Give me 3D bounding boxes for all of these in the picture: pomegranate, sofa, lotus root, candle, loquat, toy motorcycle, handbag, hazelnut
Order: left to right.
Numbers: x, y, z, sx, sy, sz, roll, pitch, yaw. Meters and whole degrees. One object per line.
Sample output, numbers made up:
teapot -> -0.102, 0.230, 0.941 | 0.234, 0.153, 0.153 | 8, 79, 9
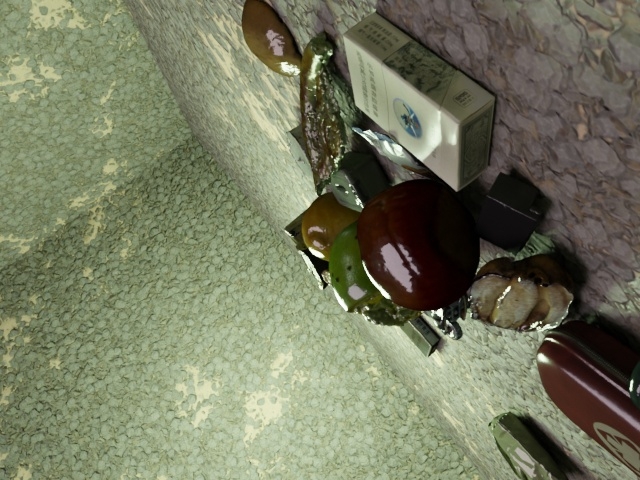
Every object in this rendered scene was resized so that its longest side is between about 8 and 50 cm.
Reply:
candle -> -0.025, -0.231, 1.608 | 0.169, 0.068, 0.192 | 54, 172, 8
sofa -> 0.000, 0.000, 1.922 | 0.182, 0.200, 0.258 | 40, 166, 42
loquat -> 0.060, -0.031, 1.552 | 0.213, 0.213, 0.213 | 50, 170, 13
pomegranate -> 0.159, 0.039, 1.260 | 0.260, 0.260, 0.341 | 49, 138, 16
hazelnut -> 0.170, 0.013, 1.026 | 0.229, 0.229, 0.229 | 50, 170, 13
toy motorcycle -> 0.294, 0.146, 1.415 | 0.130, 0.093, 0.229 | 49, 160, 45
sofa -> 0.295, -0.041, 0.897 | 0.085, 0.060, 0.147 | 31, 164, 18
lotus root -> 0.343, 0.090, 1.002 | 0.167, 0.078, 0.329 | 14, 162, 14
handbag -> 0.586, 0.615, 1.666 | 0.253, 0.109, 0.316 | 52, 176, 22

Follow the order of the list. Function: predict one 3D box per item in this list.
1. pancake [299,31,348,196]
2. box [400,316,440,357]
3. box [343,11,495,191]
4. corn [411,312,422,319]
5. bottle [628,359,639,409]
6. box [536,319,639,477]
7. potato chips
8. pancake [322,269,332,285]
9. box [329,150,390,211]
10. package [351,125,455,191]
pancake -> 0.001, -0.244, 1.209 | 0.197, 0.054, 0.377 | 51, 155, 47
box -> 0.272, 0.245, 1.967 | 0.325, 0.047, 0.180 | 49, 169, 21
box -> 0.147, -0.214, 0.892 | 0.256, 0.069, 0.164 | 48, 169, 29
corn -> 0.183, 0.115, 1.709 | 0.131, 0.131, 0.344 | 58, 169, -31
bottle -> 0.501, 0.221, 0.622 | 0.144, 0.144, 0.336 | 58, 171, -30
box -> 0.504, 0.288, 0.879 | 0.404, 0.108, 0.263 | 42, 170, 45
potato chips -> -0.123, -0.450, 1.321 | 0.208, 0.061, 0.195 | 54, 168, 5
pancake -> 0.139, 0.183, 1.799 | 0.244, 0.057, 0.266 | 42, -167, 36
box -> 0.084, -0.143, 1.351 | 0.124, 0.092, 0.172 | 58, 168, -23
package -> 0.151, -0.153, 1.066 | 0.173, 0.027, 0.171 | 30, -174, -26
